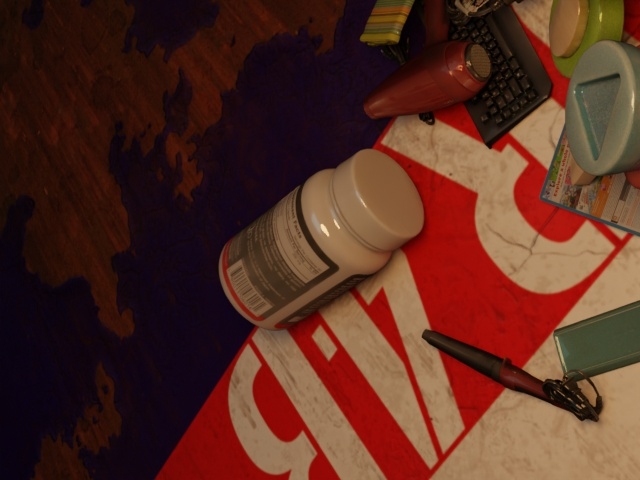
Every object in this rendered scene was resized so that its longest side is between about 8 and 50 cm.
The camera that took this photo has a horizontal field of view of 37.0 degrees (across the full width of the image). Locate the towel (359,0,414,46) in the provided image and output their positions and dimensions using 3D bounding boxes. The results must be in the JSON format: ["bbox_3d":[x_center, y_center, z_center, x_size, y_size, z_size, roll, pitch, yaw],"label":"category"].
[{"bbox_3d":[0.129,-0.373,1.296,0.237,0.021,0.102,-65,26,1],"label":"towel"}]

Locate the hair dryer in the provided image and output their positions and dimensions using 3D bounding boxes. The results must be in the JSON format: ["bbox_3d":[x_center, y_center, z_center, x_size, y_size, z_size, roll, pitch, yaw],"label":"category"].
[{"bbox_3d":[0.164,-0.268,1.255,0.293,0.080,0.224,-50,35,16],"label":"hair dryer"}]

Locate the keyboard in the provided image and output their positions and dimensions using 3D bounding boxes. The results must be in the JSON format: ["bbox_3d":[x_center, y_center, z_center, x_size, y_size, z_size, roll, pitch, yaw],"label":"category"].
[{"bbox_3d":[0.174,-0.261,1.295,0.201,0.033,0.317,-42,56,34],"label":"keyboard"}]

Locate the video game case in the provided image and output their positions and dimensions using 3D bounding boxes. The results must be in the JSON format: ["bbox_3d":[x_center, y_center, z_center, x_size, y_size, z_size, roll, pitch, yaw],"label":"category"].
[{"bbox_3d":[0.341,-0.079,1.108,0.166,0.015,0.119,27,104,44],"label":"video game case"}]

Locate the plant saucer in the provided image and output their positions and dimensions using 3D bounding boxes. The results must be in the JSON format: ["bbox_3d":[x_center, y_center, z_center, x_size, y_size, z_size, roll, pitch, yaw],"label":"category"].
[{"bbox_3d":[0.346,0.105,1.074,0.192,0.018,0.067,-27,66,39],"label":"plant saucer"}]

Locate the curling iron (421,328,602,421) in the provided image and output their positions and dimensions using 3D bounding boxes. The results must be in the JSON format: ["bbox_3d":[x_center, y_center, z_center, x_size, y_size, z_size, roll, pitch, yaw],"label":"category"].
[{"bbox_3d":[0.229,0.153,1.168,0.274,0.035,0.068,21,141,49],"label":"curling iron"}]

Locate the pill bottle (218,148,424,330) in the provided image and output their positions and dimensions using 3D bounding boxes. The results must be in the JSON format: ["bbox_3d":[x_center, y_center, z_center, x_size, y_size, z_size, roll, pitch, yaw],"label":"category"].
[{"bbox_3d":[0.000,0.000,1.342,0.283,0.161,0.161,-35,61,37],"label":"pill bottle"}]

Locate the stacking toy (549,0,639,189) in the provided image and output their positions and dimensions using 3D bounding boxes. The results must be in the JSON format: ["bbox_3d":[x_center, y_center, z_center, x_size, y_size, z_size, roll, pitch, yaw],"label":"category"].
[{"bbox_3d":[0.272,-0.199,1.001,0.279,0.130,0.309,144,124,-75],"label":"stacking toy"}]
